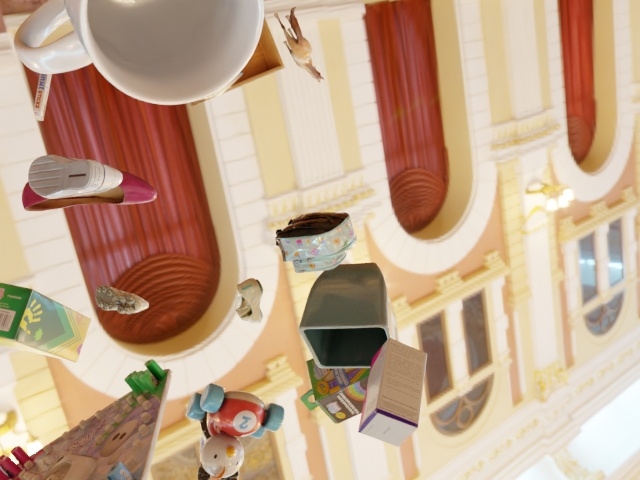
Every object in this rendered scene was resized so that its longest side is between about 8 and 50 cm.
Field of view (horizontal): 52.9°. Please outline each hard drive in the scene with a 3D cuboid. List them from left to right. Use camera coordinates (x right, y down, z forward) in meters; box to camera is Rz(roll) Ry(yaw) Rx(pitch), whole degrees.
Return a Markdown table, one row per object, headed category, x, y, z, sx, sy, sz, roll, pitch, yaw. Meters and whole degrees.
| category | x | y | z | sx | sy | sz | roll | pitch | yaw |
| --- | --- | --- | --- | --- | --- | --- | --- | --- | --- |
| hard drive | -0.260 | -0.397 | 1.635 | 0.094 | 0.022 | 0.135 | -38 | -178 | 26 |

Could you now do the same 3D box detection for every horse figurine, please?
| category | x | y | z | sx | sy | sz | roll | pitch | yaw |
| --- | --- | --- | --- | --- | --- | --- | --- | --- | --- |
| horse figurine | -0.067 | -0.591 | 1.947 | 0.066 | 0.174 | 0.263 | -31 | 168 | -3 |

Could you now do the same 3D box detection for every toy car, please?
| category | x | y | z | sx | sy | sz | roll | pitch | yaw |
| --- | --- | --- | --- | --- | --- | --- | --- | --- | --- |
| toy car | -0.242 | 0.530 | 1.689 | 0.219 | 0.237 | 0.210 | 23 | 145 | -21 |

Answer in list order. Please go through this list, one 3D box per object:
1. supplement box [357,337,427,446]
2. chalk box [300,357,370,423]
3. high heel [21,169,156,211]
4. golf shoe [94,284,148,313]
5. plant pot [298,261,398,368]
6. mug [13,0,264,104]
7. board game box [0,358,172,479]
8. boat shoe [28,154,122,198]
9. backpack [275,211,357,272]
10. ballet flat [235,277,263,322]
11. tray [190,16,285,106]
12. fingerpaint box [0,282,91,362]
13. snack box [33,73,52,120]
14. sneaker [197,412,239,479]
| category | x | y | z | sx | sy | sz | roll | pitch | yaw |
| --- | --- | --- | --- | --- | --- | --- | --- | --- | --- |
| supplement box | 0.177 | 0.366 | 1.564 | 0.114 | 0.111 | 0.220 | 22 | -135 | -6 |
| chalk box | 0.071 | 0.491 | 2.207 | 0.289 | 0.180 | 0.179 | -25 | -140 | 9 |
| high heel | -0.696 | -0.124 | 1.954 | 0.378 | 0.127 | 0.181 | 6 | -133 | -14 |
| golf shoe | -0.573 | 0.174 | 1.853 | 0.176 | 0.069 | 0.086 | 16 | -177 | 31 |
| plant pot | 0.097 | 0.203 | 1.869 | 0.248 | 0.247 | 0.252 | -4 | -128 | 15 |
| mug | -0.321 | -0.390 | 1.042 | 0.374 | 0.276 | 0.328 | -32 | -133 | -6 |
| board game box | -0.432 | 0.387 | 1.036 | 0.390 | 0.050 | 0.390 | -33 | -162 | 5 |
| boat shoe | -0.462 | -0.113 | 1.208 | 0.226 | 0.083 | 0.076 | 10 | -179 | 38 |
| backpack | 0.000 | 0.000 | 1.682 | 0.189 | 0.144 | 0.166 | -14 | -165 | 34 |
| ballet flat | -0.222 | 0.195 | 1.950 | 0.086 | 0.248 | 0.086 | 2 | -125 | -3 |
| tray | -0.292 | -0.582 | 2.027 | 0.076 | 0.202 | 0.411 | -9 | -160 | 40 |
| fingerpaint box | -1.005 | 0.228 | 1.979 | 0.445 | 0.163 | 0.371 | 9 | 161 | 11 |
| snack box | -0.736 | -0.414 | 1.713 | 0.022 | 0.178 | 0.064 | 8 | 168 | -15 |
| sneaker | -0.322 | 0.692 | 2.042 | 0.130 | 0.147 | 0.329 | -1 | -127 | -6 |
